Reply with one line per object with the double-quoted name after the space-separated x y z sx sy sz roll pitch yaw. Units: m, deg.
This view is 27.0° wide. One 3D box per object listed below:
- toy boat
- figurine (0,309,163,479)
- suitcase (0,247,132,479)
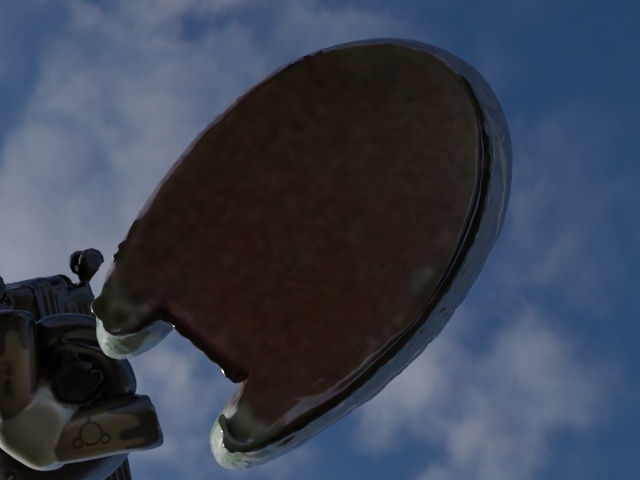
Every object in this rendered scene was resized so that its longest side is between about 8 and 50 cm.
0.000 0.000 0.666 0.155 0.085 0.227 42 -90 15 "toy boat"
-0.191 0.127 0.929 0.145 0.222 0.145 4 -104 -15 "figurine"
-0.307 0.193 1.308 0.229 0.152 0.335 -8 -86 41 "suitcase"
